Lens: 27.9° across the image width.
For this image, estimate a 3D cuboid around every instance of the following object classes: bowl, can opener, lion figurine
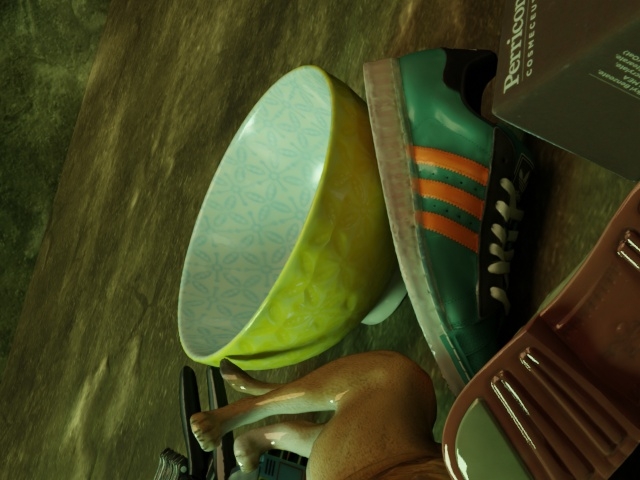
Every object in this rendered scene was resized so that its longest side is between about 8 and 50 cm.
[{"bbox_3d":[0.000,0.000,1.192,0.289,0.156,0.289,-49,28,38],"label":"bowl"},{"bbox_3d":[-0.099,0.197,1.157,0.073,0.059,0.186,94,175,-62],"label":"can opener"},{"bbox_3d":[0.037,0.163,0.927,0.240,0.142,0.392,-23,33,5],"label":"lion figurine"}]

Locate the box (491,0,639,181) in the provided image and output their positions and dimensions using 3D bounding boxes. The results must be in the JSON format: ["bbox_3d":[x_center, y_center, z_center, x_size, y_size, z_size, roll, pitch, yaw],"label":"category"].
[{"bbox_3d":[0.275,-0.204,0.788,0.381,0.143,0.191,-36,39,55],"label":"box"}]

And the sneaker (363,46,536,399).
[{"bbox_3d":[0.117,-0.024,1.014,0.108,0.121,0.302,56,-158,-67],"label":"sneaker"}]

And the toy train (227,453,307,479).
[{"bbox_3d":[-0.037,0.275,1.090,0.080,0.105,0.184,-36,38,53],"label":"toy train"}]

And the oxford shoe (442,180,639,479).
[{"bbox_3d":[0.212,0.019,0.751,0.348,0.123,0.130,-42,-5,20],"label":"oxford shoe"}]

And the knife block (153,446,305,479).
[{"bbox_3d":[-0.098,0.325,1.229,0.276,0.242,0.088,70,162,-6],"label":"knife block"}]
